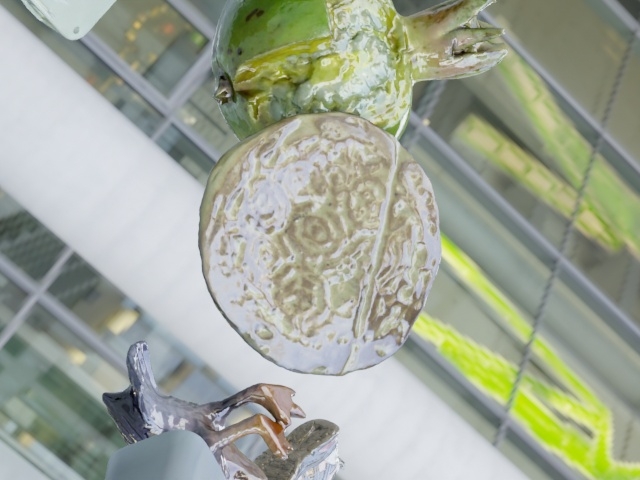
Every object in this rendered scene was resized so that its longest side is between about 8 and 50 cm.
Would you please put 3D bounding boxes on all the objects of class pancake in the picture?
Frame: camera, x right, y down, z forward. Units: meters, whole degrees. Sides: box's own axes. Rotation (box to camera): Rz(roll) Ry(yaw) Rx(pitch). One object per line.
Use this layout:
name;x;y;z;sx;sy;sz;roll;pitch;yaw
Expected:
pancake;0.000;0.000;1.236;0.250;0.250;0.031;-51;-165;-14

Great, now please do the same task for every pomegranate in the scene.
pomegranate;0.036;-0.186;1.354;0.301;0.236;0.236;-15;-166;-2

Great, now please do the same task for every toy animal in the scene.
toy animal;-0.121;0.231;1.467;0.185;0.298;0.122;-40;-153;27

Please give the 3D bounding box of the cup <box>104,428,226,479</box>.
cup;-0.149;0.238;1.114;0.128;0.095;0.129;-20;-160;11

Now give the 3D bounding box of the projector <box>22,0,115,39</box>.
projector;-0.222;-0.355;1.249;0.079;0.257;0.259;33;-100;35

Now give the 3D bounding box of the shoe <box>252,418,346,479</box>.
shoe;-0.034;0.350;1.985;0.089;0.092;0.180;14;-135;46
